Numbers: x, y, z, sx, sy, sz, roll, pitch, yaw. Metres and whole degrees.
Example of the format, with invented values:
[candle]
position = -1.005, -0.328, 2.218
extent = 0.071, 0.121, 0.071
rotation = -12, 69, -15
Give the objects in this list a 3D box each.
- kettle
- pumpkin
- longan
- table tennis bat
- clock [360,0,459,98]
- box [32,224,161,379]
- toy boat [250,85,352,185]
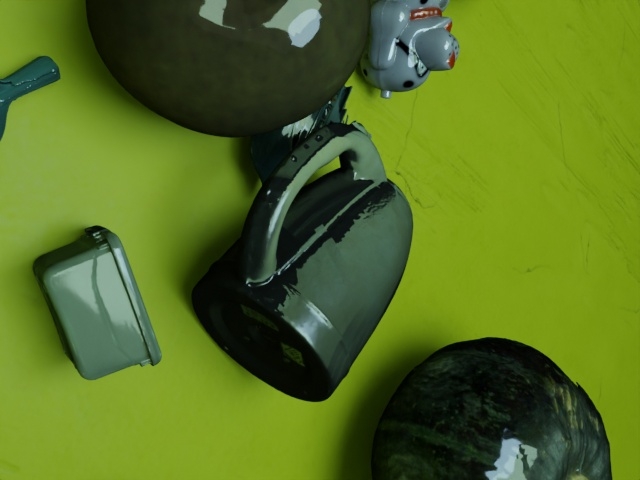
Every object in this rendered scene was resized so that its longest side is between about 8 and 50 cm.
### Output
[kettle]
position = 0.000, 0.000, 0.905
extent = 0.324, 0.229, 0.320
rotation = -50, 143, -32
[pumpkin]
position = 0.269, 0.387, 1.094
extent = 0.455, 0.344, 0.453
rotation = -5, 98, -46
[longan]
position = -0.103, -0.270, 0.771
extent = 0.319, 0.319, 0.318
rotation = -3, 95, -40
[table tennis bat]
position = -0.364, -0.145, 0.707
extent = 0.201, 0.033, 0.124
rotation = -46, 149, -37
[clock]
position = 0.135, -0.355, 1.056
extent = 0.189, 0.189, 0.253
rotation = -1, 98, -40
[box]
position = -0.266, 0.076, 0.772
extent = 0.093, 0.124, 0.172
rotation = -23, 106, -26
[toy boat]
position = -0.021, -0.199, 0.958
extent = 0.122, 0.114, 0.295
rotation = 27, 76, -29
